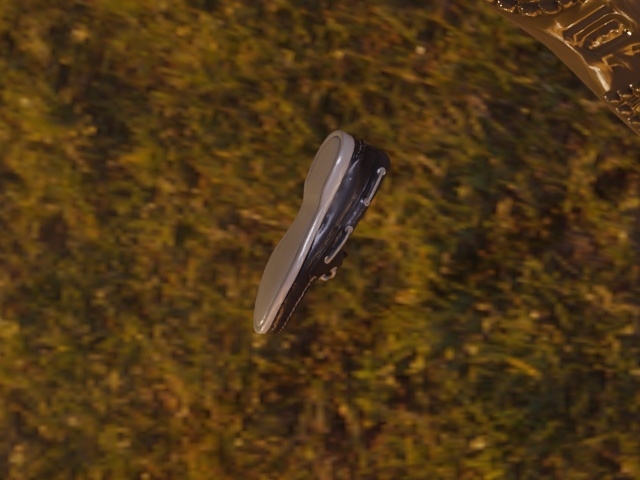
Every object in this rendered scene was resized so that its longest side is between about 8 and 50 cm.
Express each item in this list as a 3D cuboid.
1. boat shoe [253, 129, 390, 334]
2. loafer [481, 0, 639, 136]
[{"bbox_3d":[0.000,0.000,1.083,0.125,0.038,0.046,-67,21,2],"label":"boat shoe"},{"bbox_3d":[0.080,-0.086,0.565,0.056,0.050,0.148,-24,118,41],"label":"loafer"}]
